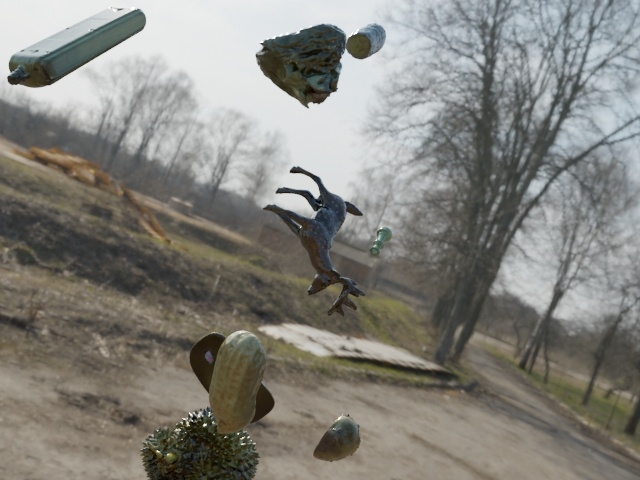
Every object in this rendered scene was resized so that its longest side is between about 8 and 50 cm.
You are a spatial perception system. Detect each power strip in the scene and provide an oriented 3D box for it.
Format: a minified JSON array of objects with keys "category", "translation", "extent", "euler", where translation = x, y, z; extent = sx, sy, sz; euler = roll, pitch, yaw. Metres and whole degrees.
[{"category":"power strip","translation":[-0.485,-0.387,1.374],"extent":[0.092,0.066,0.387],"euler":[7,35,21]}]

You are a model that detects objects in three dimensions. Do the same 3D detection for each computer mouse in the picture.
[{"category":"computer mouse","translation":[-0.273,0.426,2.109],"extent":[0.310,0.158,0.072],"euler":[51,15,-2]}]

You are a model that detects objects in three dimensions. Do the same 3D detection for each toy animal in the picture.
[{"category":"toy animal","translation":[0.008,-0.007,1.329],"extent":[0.260,0.243,0.087],"euler":[37,-32,-7]}]

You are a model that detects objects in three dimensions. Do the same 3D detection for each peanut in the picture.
[{"category":"peanut","translation":[-0.140,0.238,1.154],"extent":[0.083,0.194,0.093],"euler":[15,23,5]}]

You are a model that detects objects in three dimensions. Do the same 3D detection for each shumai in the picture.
[{"category":"shumai","translation":[-0.035,-0.469,1.888],"extent":[0.256,0.218,0.189],"euler":[-17,-5,1]}]

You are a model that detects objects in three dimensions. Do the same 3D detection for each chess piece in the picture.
[{"category":"chess piece","translation":[0.153,0.006,1.765],"extent":[0.042,0.093,0.042],"euler":[14,-48,17]}]

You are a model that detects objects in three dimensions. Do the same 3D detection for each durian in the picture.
[{"category":"durian","translation":[-0.301,0.537,1.693],"extent":[0.293,0.258,0.258],"euler":[-1,12,-34]}]

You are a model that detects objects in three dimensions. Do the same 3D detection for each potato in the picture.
[{"category":"potato","translation":[0.046,0.614,2.061],"extent":[0.100,0.172,0.089],"euler":[39,5,25]}]

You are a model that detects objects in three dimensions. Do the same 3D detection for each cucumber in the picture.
[{"category":"cucumber","translation":[0.088,-0.397,1.368],"extent":[0.064,0.064,0.112],"euler":[21,31,15]}]
